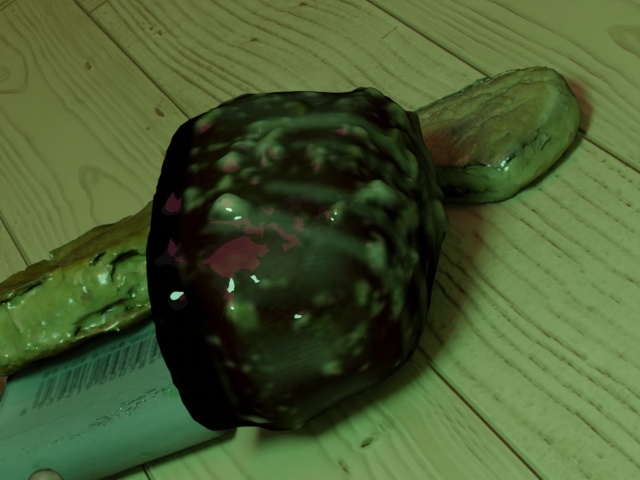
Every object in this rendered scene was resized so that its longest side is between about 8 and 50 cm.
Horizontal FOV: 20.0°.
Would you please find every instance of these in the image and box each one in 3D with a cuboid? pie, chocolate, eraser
[{"bbox_3d":[-0.220,0.036,1.768,0.339,0.083,0.339,-25,11,5],"label":"pie"},{"bbox_3d":[0.000,0.000,1.546,0.210,0.225,0.340,-13,38,20],"label":"chocolate"},{"bbox_3d":[-0.184,0.143,1.648,0.227,0.081,0.174,-20,32,21],"label":"eraser"},{"bbox_3d":[0.149,-0.105,1.714,0.218,0.052,0.185,-4,42,45],"label":"pie"}]

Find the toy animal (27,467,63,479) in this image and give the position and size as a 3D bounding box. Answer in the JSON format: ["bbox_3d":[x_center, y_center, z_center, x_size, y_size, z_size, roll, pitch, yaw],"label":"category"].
[{"bbox_3d":[-0.208,0.280,1.442,0.124,0.124,0.212,-39,36,-9],"label":"toy animal"}]
